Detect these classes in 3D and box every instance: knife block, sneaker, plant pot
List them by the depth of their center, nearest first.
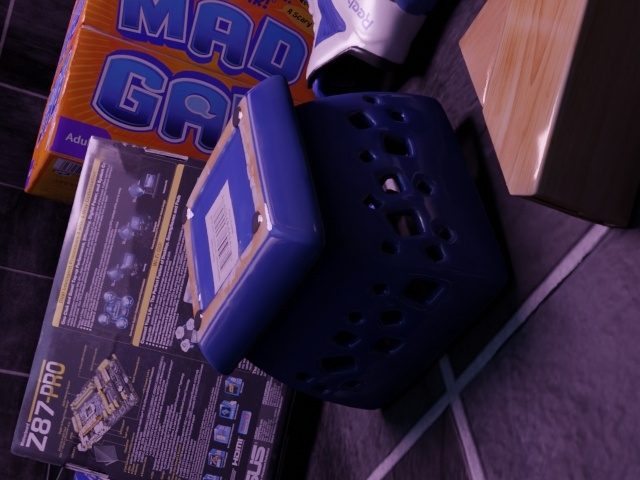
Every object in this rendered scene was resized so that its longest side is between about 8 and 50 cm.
[{"bbox_3d":[0.211,-0.182,0.579,0.242,0.088,0.275,-55,29,40],"label":"knife block"},{"bbox_3d":[0.000,0.000,0.760,0.236,0.212,0.235,-53,38,40],"label":"plant pot"},{"bbox_3d":[0.028,-0.263,1.007,0.182,0.128,0.315,-68,25,10],"label":"sneaker"}]

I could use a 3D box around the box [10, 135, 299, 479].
[{"bbox_3d":[-0.166,0.099,0.981,0.097,0.319,0.394,73,-151,-84],"label":"box"}]

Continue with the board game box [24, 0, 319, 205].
[{"bbox_3d":[-0.230,-0.221,1.280,0.356,0.357,0.356,-13,64,64],"label":"board game box"}]

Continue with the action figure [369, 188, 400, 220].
[{"bbox_3d":[0.052,-0.024,0.930,0.115,0.030,0.038,140,134,-57],"label":"action figure"}]

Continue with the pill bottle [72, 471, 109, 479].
[{"bbox_3d":[-0.342,0.385,1.418,0.264,0.153,0.153,-69,23,12],"label":"pill bottle"}]
